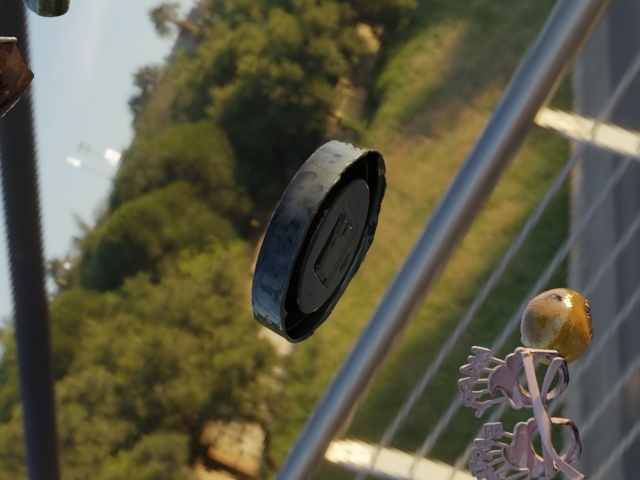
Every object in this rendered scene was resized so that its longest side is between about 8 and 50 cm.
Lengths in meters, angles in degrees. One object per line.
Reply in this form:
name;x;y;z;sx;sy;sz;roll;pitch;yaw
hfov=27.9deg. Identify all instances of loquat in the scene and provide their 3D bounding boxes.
loquat;0.428;0.155;2.343;0.141;0.141;0.141;-63;6;12

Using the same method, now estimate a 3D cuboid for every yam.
yam;-0.372;-0.387;1.766;0.068;0.068;0.169;-70;-5;-46

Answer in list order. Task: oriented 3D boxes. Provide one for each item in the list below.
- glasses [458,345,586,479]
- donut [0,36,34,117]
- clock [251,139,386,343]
glasses;0.280;0.264;1.806;0.095;0.162;0.255;-66;-35;-78
donut;-0.657;-0.283;2.045;0.259;0.345;0.136;-44;-23;-20
clock;0.000;0.000;1.984;0.325;0.067;0.325;-54;-21;-32
